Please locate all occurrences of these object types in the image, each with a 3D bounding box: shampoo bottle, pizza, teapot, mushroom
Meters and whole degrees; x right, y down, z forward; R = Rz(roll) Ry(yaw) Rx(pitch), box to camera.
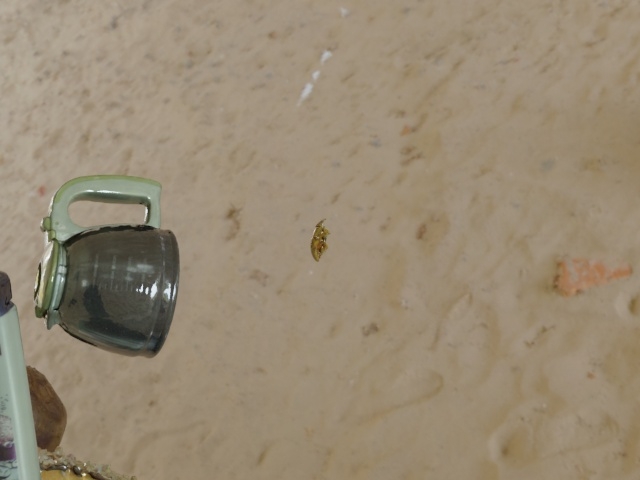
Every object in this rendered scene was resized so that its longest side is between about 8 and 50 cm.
[{"bbox_3d":[-0.453,0.207,1.085,0.134,0.359,0.078,5,23,9],"label":"shampoo bottle"},{"bbox_3d":[0.000,0.000,1.429,0.037,0.083,0.016,-11,33,-34],"label":"pizza"},{"bbox_3d":[-0.379,0.040,1.461,0.239,0.239,0.322,16,95,64],"label":"teapot"},{"bbox_3d":[-0.639,0.359,1.765,0.138,0.231,0.194,-44,5,-6],"label":"mushroom"}]

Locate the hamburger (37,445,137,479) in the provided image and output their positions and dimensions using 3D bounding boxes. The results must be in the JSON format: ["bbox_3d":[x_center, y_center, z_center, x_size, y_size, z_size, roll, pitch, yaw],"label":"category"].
[{"bbox_3d":[-0.409,0.513,1.383,0.268,0.445,0.287,7,65,45],"label":"hamburger"}]
